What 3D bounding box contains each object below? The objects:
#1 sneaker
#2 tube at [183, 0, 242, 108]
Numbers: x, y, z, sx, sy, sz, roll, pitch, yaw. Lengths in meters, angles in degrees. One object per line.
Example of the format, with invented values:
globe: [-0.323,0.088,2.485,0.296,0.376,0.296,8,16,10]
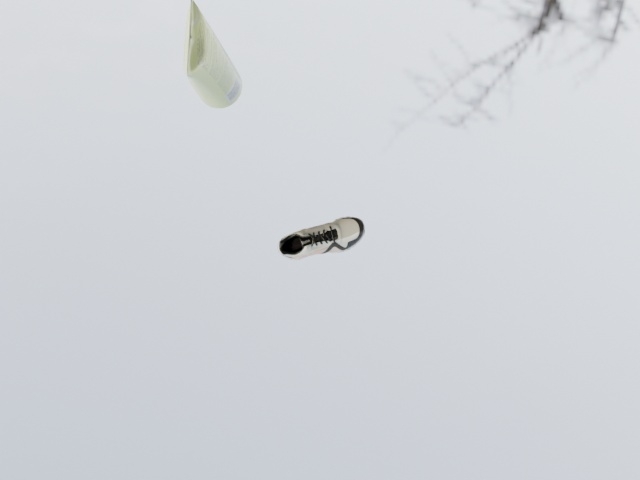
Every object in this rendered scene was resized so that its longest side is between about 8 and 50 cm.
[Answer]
sneaker: [0.000,0.000,1.814,0.109,0.040,0.044,-19,175,14]
tube: [-0.143,-0.221,1.922,0.070,0.062,0.240,50,179,9]
